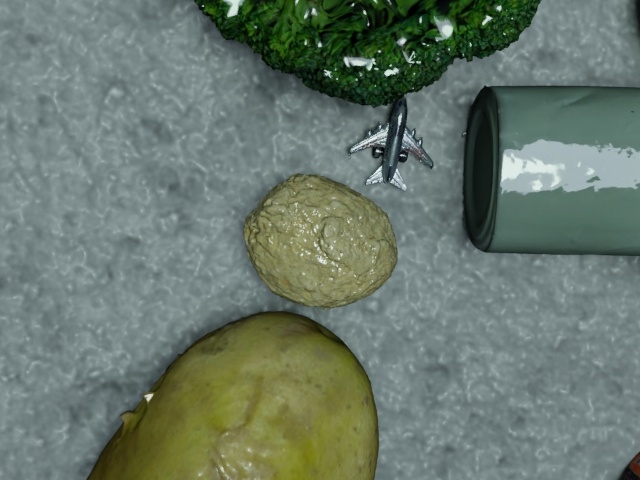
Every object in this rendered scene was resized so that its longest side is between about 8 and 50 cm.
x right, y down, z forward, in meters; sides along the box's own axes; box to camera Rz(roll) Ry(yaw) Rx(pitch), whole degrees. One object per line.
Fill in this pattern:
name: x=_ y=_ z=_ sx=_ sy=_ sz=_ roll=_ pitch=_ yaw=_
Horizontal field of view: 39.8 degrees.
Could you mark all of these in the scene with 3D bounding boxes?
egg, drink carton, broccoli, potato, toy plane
egg: x=0.000 y=0.000 z=0.747 sx=0.140 sy=0.118 sz=0.116 roll=11 pitch=63 yaw=-29
drink carton: x=0.227 y=-0.054 z=0.741 sx=0.190 sy=0.185 sz=0.191 roll=1 pitch=96 yaw=-3
broccoli: x=0.026 y=-0.258 z=0.662 sx=0.297 sy=0.297 sz=0.297 roll=-6 pitch=62 yaw=11
potato: x=-0.064 y=0.187 z=0.729 sx=0.229 sy=0.229 sz=0.266 roll=36 pitch=74 yaw=-7
toy plane: x=0.065 y=-0.088 z=0.794 sx=0.079 sy=0.031 sz=0.083 roll=9 pitch=93 yaw=-7

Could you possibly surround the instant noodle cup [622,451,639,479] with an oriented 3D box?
instant noodle cup: x=0.366 y=0.259 z=0.813 sx=0.127 sy=0.127 sz=0.135 roll=-42 pitch=105 yaw=-2
